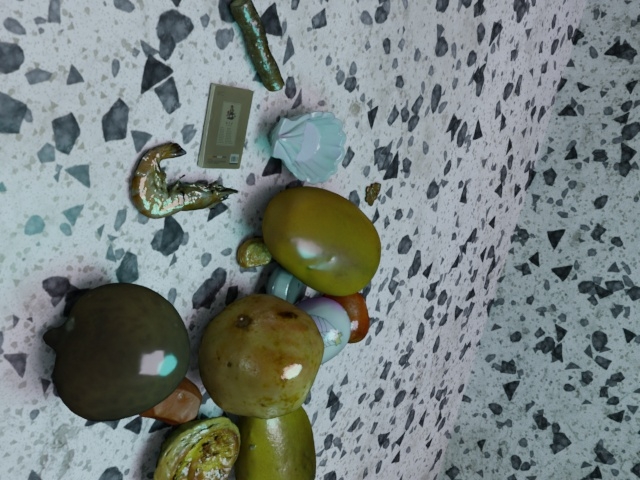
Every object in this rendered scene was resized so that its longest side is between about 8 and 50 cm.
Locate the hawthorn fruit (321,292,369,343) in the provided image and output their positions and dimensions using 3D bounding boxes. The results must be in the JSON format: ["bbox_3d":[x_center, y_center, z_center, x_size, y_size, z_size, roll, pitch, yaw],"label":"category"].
[{"bbox_3d":[0.063,0.223,2.220,0.196,0.196,0.226,32,55,-56],"label":"hawthorn fruit"}]

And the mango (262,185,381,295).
[{"bbox_3d":[0.000,0.000,1.908,0.445,0.232,0.300,15,55,-54],"label":"mango"}]

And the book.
[{"bbox_3d":[-0.227,-0.270,1.672,0.138,0.016,0.199,-5,111,-54],"label":"book"}]

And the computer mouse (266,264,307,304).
[{"bbox_3d":[-0.096,0.124,2.015,0.231,0.079,0.128,-11,117,-71],"label":"computer mouse"}]

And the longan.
[{"bbox_3d":[-0.425,0.235,1.462,0.300,0.300,0.243,-58,-174,-18],"label":"longan"}]

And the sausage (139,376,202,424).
[{"bbox_3d":[-0.383,0.369,1.679,0.133,0.133,0.258,-64,149,-9],"label":"sausage"}]

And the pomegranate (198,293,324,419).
[{"bbox_3d":[-0.148,0.305,1.827,0.342,0.342,0.343,-30,130,-44],"label":"pomegranate"}]

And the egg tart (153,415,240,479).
[{"bbox_3d":[-0.343,0.584,1.861,0.290,0.115,0.290,-29,130,-42],"label":"egg tart"}]

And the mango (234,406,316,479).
[{"bbox_3d":[-0.144,0.618,2.061,0.301,0.220,0.445,-53,141,-39],"label":"mango"}]

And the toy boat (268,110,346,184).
[{"bbox_3d":[-0.044,-0.259,1.863,0.290,0.100,0.199,7,100,-57],"label":"toy boat"}]

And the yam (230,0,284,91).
[{"bbox_3d":[-0.147,-0.459,1.652,0.061,0.061,0.253,-53,143,-25],"label":"yam"}]

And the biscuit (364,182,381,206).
[{"bbox_3d":[0.176,-0.158,2.305,0.092,0.016,0.082,-44,138,-32],"label":"biscuit"}]

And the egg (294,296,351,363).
[{"bbox_3d":[-0.042,0.277,2.032,0.271,0.196,0.196,-23,134,-4],"label":"egg"}]

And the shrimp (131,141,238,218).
[{"bbox_3d":[-0.306,-0.143,1.596,0.296,0.058,0.169,-14,116,-47],"label":"shrimp"}]

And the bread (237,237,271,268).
[{"bbox_3d":[-0.177,0.034,1.876,0.110,0.044,0.083,-9,112,-50],"label":"bread"}]
